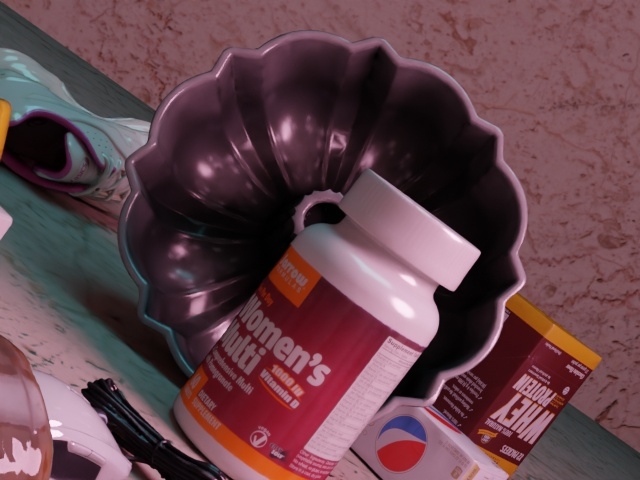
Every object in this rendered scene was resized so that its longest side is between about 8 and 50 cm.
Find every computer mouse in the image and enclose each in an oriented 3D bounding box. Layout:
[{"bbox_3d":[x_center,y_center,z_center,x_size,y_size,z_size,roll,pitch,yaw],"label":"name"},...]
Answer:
[{"bbox_3d":[-0.129,0.100,0.688,0.106,0.042,0.193,40,6,27],"label":"computer mouse"}]

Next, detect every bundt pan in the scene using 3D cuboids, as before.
[{"bbox_3d":[0.000,0.000,1.073,0.331,0.331,0.124,37,-14,5],"label":"bundt pan"}]

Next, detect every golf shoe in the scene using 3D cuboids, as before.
[{"bbox_3d":[-0.237,-0.078,1.328,0.306,0.115,0.140,26,20,-32],"label":"golf shoe"}]

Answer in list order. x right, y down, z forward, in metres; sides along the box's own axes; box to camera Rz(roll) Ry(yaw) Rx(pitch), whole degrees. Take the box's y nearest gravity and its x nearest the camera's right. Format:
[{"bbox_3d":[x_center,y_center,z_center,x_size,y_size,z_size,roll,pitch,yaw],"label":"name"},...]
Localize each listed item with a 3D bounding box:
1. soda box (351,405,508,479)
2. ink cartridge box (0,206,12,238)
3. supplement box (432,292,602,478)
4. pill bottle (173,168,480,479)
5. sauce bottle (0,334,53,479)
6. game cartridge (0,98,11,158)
[{"bbox_3d":[0.069,0.175,1.196,0.216,0.074,0.069,41,6,39],"label":"soda box"},{"bbox_3d":[-0.287,-0.040,0.776,0.104,0.061,0.181,39,5,31],"label":"ink cartridge box"},{"bbox_3d":[0.206,0.156,1.625,0.129,0.194,0.191,32,7,-45],"label":"supplement box"},{"bbox_3d":[0.006,0.066,0.904,0.121,0.221,0.121,36,5,-4],"label":"pill bottle"},{"bbox_3d":[-0.211,0.039,0.309,0.111,0.111,0.344,40,7,31],"label":"sauce bottle"},{"bbox_3d":[-0.291,-0.068,0.515,0.285,0.052,0.323,14,4,-5],"label":"game cartridge"}]
